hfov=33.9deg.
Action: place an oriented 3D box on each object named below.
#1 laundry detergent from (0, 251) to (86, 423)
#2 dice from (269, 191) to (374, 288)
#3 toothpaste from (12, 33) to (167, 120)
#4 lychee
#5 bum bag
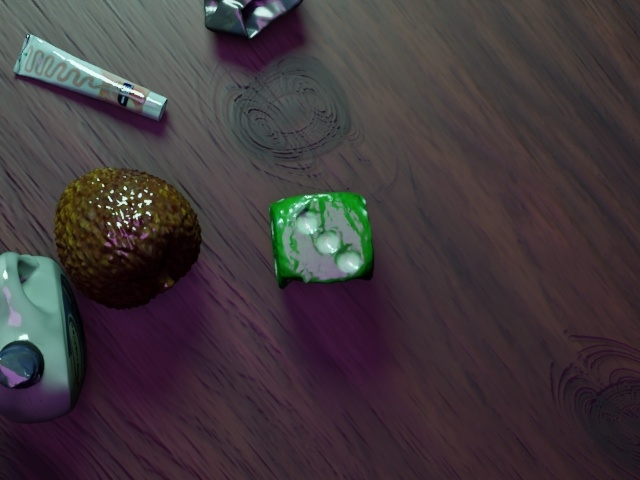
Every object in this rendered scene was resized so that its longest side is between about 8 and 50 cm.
[{"bbox_3d":[-0.358,0.119,1.287,0.105,0.280,0.215,-11,92,-5],"label":"laundry detergent"},{"bbox_3d":[0.000,0.000,1.400,0.128,0.131,0.120,-6,89,-5],"label":"dice"},{"bbox_3d":[-0.307,-0.214,1.411,0.205,0.036,0.056,21,90,-2],"label":"toothpaste"},{"bbox_3d":[-0.249,-0.004,1.352,0.194,0.194,0.195,0,91,-6],"label":"lychee"},{"bbox_3d":[-0.102,-0.420,1.407,0.136,0.074,0.310,-7,86,6],"label":"bum bag"}]
